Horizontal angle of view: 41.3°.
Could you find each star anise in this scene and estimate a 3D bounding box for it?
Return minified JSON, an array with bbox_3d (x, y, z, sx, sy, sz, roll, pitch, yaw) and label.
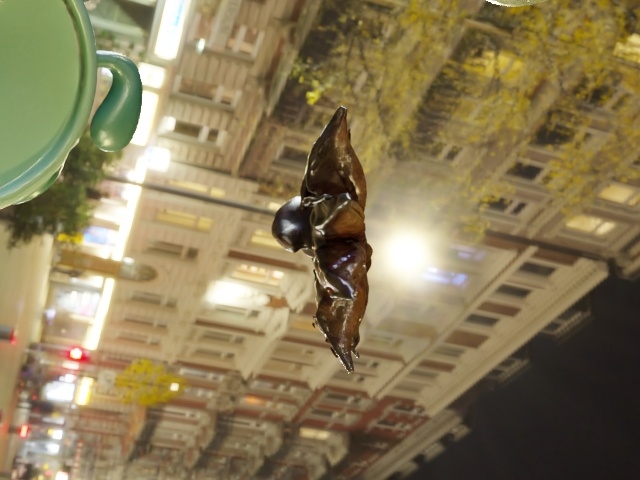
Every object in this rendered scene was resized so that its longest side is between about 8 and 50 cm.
[{"bbox_3d":[0.000,0.000,0.850,0.272,0.102,0.272,-3,90,-86],"label":"star anise"}]

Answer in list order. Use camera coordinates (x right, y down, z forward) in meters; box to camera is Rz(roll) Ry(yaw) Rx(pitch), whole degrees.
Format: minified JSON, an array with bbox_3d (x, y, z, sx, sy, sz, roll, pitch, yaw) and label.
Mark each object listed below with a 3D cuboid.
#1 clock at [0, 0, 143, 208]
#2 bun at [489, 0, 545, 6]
[{"bbox_3d":[-0.160,-0.076,0.346,0.060,0.188,0.148,22,-52,50],"label":"clock"},{"bbox_3d":[0.195,-0.400,0.879,0.187,0.293,0.293,123,-25,-51],"label":"bun"}]
